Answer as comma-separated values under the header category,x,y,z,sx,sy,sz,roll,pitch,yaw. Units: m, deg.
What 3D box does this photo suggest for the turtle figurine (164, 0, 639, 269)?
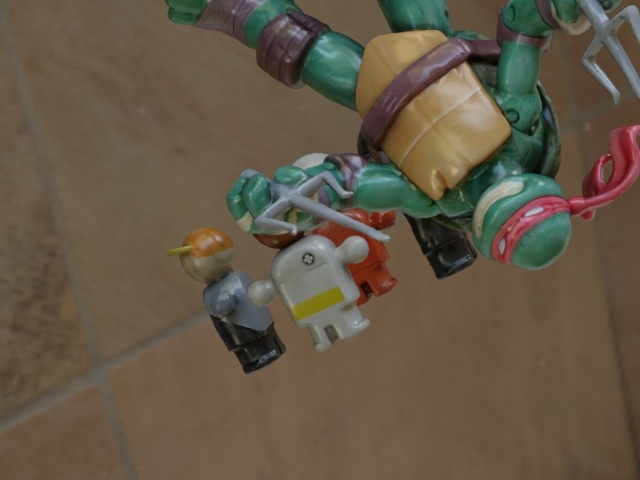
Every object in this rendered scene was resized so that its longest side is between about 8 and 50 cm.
category,x,y,z,sx,sy,sz,roll,pitch,yaw
turtle figurine,0.038,-0.059,0.660,0.175,0.234,0.118,-39,151,2

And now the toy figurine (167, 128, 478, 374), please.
category,x,y,z,sx,sy,sz,roll,pitch,yaw
toy figurine,0.000,0.000,1.364,0.209,0.213,0.148,-29,94,-30
